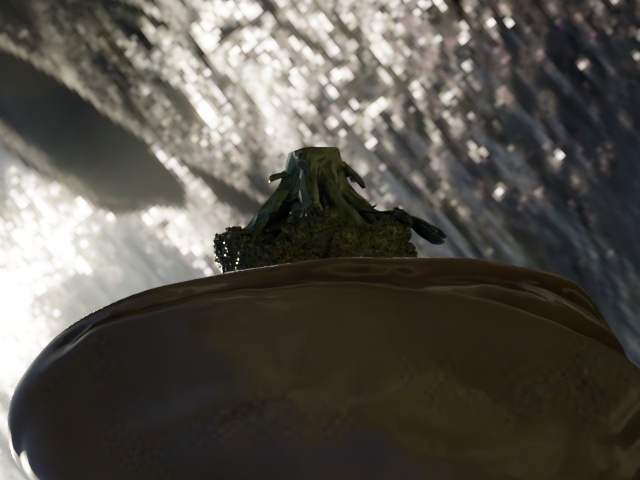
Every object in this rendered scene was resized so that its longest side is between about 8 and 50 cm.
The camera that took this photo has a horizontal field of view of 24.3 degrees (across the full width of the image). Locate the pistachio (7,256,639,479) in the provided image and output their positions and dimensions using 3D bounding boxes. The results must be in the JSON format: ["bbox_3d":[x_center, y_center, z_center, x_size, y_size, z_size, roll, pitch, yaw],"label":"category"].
[{"bbox_3d":[0.006,0.087,0.676,0.162,0.293,0.182,-93,2,-59],"label":"pistachio"}]

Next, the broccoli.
[{"bbox_3d":[0.000,0.000,0.971,0.131,0.130,0.120,-15,81,59],"label":"broccoli"}]
